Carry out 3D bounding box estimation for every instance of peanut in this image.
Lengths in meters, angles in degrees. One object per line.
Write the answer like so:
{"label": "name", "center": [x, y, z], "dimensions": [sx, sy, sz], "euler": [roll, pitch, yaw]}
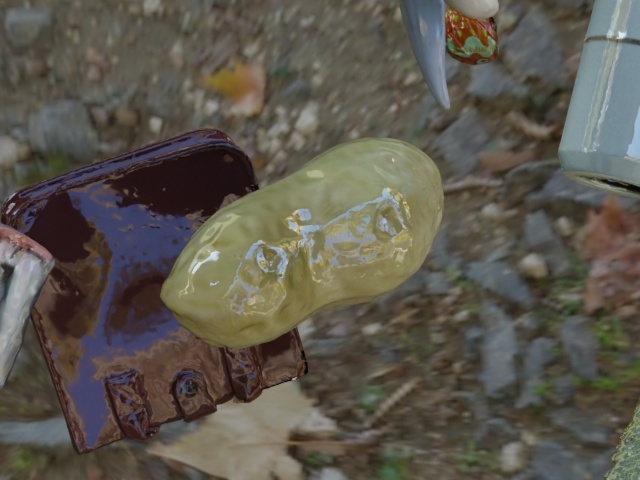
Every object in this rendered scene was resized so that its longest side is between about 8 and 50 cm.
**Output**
{"label": "peanut", "center": [0.000, 0.000, 1.634], "dimensions": [0.319, 0.147, 0.147], "euler": [-27, 88, -42]}

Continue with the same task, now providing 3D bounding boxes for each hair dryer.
{"label": "hair dryer", "center": [0.325, -0.094, 1.460], "dimensions": [0.357, 0.108, 0.173], "euler": [16, 88, -45]}

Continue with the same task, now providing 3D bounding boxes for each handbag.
{"label": "handbag", "center": [-0.161, 0.049, 1.860], "dimensions": [0.260, 0.084, 0.275], "euler": [-18, 106, -12]}

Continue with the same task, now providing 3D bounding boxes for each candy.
{"label": "candy", "center": [0.092, -0.217, 1.473], "dimensions": [0.049, 0.055, 0.184], "euler": [-34, 114, -14]}

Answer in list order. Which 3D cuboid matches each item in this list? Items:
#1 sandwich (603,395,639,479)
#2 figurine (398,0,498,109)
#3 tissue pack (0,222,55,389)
{"label": "sandwich", "center": [0.360, 0.242, 1.724], "dimensions": [0.273, 0.249, 0.095], "euler": [-52, 121, -35]}
{"label": "figurine", "center": [0.003, -0.143, 0.595], "dimensions": [0.184, 0.208, 0.128], "euler": [-8, 44, 18]}
{"label": "tissue pack", "center": [-0.325, 0.048, 1.040], "dimensions": [0.332, 0.123, 0.245], "euler": [22, 86, 27]}
